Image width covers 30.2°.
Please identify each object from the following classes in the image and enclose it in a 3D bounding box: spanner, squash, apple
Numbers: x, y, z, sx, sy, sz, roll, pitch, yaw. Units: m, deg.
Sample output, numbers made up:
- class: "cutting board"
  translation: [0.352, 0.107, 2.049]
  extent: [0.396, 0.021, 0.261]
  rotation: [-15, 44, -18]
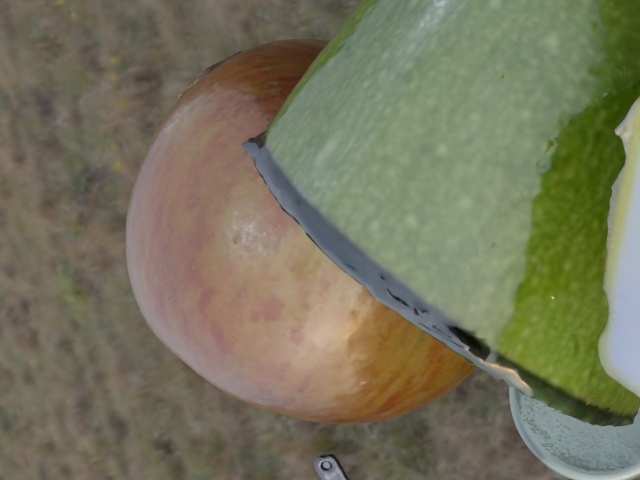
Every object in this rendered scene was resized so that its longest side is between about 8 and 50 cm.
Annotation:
- class: "spanner"
  translation: [0.052, 0.310, 1.261]
  extent: [0.209, 0.046, 0.012]
  rotation: [61, -162, -15]
- class: "squash"
  translation: [0.165, -0.095, 0.745]
  extent: [0.309, 0.310, 0.310]
  rotation: [-53, 44, 14]
- class: "apple"
  translation: [0.000, 0.000, 1.167]
  extent: [0.334, 0.400, 0.400]
  rotation: [-55, 50, 29]

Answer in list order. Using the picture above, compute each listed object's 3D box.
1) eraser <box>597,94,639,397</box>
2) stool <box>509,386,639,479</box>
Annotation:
- class: "eraser"
  translation: [0.245, -0.009, 0.576]
  extent: [0.069, 0.226, 0.158]
  rotation: [-136, 47, -55]
- class: "stool"
  translation: [0.329, 0.181, 1.382]
  extent: [0.198, 0.195, 0.195]
  rotation: [28, -126, -71]
